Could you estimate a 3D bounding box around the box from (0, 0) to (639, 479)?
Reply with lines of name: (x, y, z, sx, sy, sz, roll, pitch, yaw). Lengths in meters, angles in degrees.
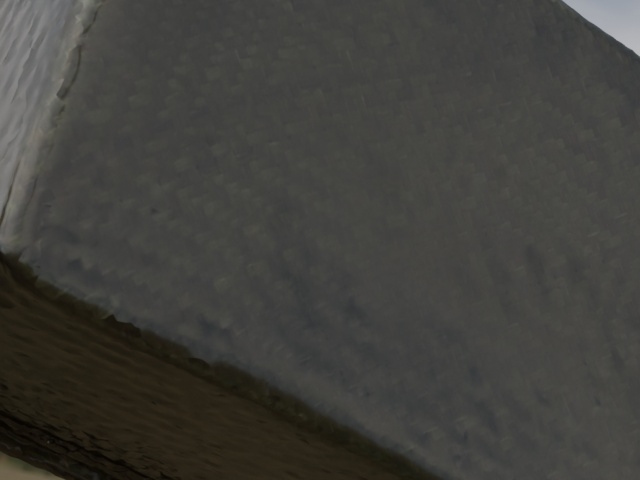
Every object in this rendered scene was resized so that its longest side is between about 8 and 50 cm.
box: (-0.002, 0.000, 0.603, 0.273, 0.184, 0.143, 30, -25, -31)
